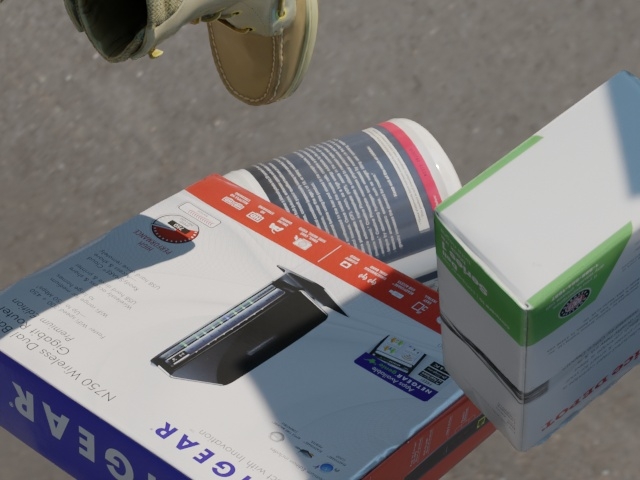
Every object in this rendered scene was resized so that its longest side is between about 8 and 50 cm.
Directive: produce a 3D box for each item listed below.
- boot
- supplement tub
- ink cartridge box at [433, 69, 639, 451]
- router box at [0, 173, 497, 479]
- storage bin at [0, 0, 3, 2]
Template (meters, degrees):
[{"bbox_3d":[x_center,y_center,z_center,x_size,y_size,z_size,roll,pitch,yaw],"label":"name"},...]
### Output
[{"bbox_3d":[-0.089,-0.170,1.136,0.095,0.262,0.203,25,48,22],"label":"boot"},{"bbox_3d":[0.000,0.000,1.626,0.272,0.191,0.191,-19,83,-15],"label":"supplement tub"},{"bbox_3d":[0.160,0.021,1.027,0.160,0.219,0.092,-36,64,-15],"label":"ink cartridge box"},{"bbox_3d":[-0.060,0.101,1.248,0.335,0.082,0.301,28,40,28],"label":"router box"},{"bbox_3d":[-0.324,-0.210,1.037,0.123,0.260,0.262,40,54,10],"label":"storage bin"}]
